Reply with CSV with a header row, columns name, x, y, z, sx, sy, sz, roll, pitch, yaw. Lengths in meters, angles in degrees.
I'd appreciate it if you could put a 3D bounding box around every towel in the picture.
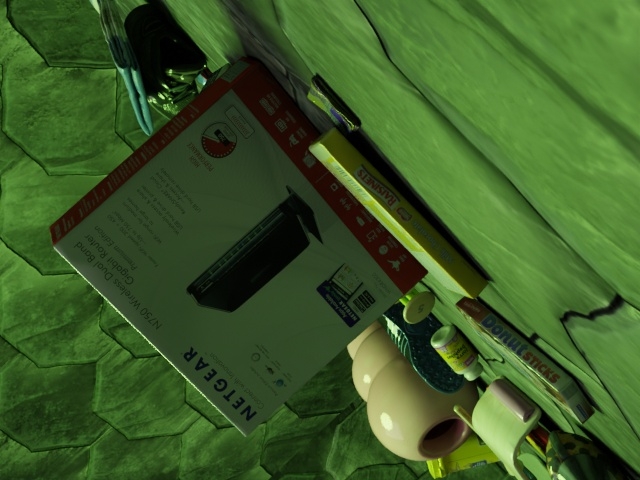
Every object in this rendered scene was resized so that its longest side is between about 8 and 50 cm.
name,x,y,z,sx,sy,sz,roll,pitch,yaw
towel,-0.324,-0.325,1.582,0.209,0.034,0.285,93,156,-69
towel,0.010,-0.119,0.922,0.060,0.009,0.083,47,177,-2

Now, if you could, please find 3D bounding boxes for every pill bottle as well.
name,x,y,z,sx,sy,sz,roll,pitch,yaw
pill bottle,0.202,0.165,1.494,0.083,0.043,0.043,48,177,-16

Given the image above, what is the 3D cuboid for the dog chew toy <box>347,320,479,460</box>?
name,x,y,z,sx,sy,sz,roll,pitch,yaw
dog chew toy,0.155,0.250,1.909,0.206,0.206,0.332,51,-176,-44

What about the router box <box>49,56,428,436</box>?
name,x,y,z,sx,sy,sz,roll,pitch,yaw
router box,-0.087,0.012,1.192,0.335,0.301,0.082,49,177,-24

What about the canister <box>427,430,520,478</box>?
name,x,y,z,sx,sy,sz,roll,pitch,yaw
canister,0.288,0.396,1.957,0.126,0.170,0.073,86,170,-85

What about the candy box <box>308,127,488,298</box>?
name,x,y,z,sx,sy,sz,roll,pitch,yaw
candy box,0.072,-0.026,0.985,0.206,0.027,0.105,45,180,-6

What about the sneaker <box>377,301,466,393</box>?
name,x,y,z,sx,sy,sz,roll,pitch,yaw
sneaker,0.156,0.149,1.668,0.232,0.081,0.090,54,-179,10

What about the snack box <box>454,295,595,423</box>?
name,x,y,z,sx,sy,sz,roll,pitch,yaw
snack box,0.207,0.117,1.047,0.064,0.022,0.178,49,177,-38

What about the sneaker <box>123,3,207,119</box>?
name,x,y,z,sx,sy,sz,roll,pitch,yaw
sneaker,-0.228,-0.251,1.607,0.130,0.087,0.227,48,162,37

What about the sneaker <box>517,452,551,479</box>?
name,x,y,z,sx,sy,sz,roll,pitch,yaw
sneaker,0.462,0.506,1.958,0.121,0.079,0.217,46,-173,-35

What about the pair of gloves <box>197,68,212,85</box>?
name,x,y,z,sx,sy,sz,roll,pitch,yaw
pair of gloves,-0.148,-0.220,1.707,0.198,0.023,0.159,48,177,15

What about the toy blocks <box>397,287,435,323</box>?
name,x,y,z,sx,sy,sz,roll,pitch,yaw
toy blocks,0.084,0.037,1.423,0.148,0.054,0.123,45,175,41

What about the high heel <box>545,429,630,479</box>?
name,x,y,z,sx,sy,sz,roll,pitch,yaw
high heel,0.360,0.330,1.189,0.261,0.093,0.186,46,-170,-32

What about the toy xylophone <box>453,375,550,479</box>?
name,x,y,z,sx,sy,sz,roll,pitch,yaw
toy xylophone,0.318,0.323,1.501,0.323,0.081,0.236,50,176,-36

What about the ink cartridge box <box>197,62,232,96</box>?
name,x,y,z,sx,sy,sz,roll,pitch,yaw
ink cartridge box,-0.090,-0.098,1.311,0.208,0.045,0.206,48,-150,-21
